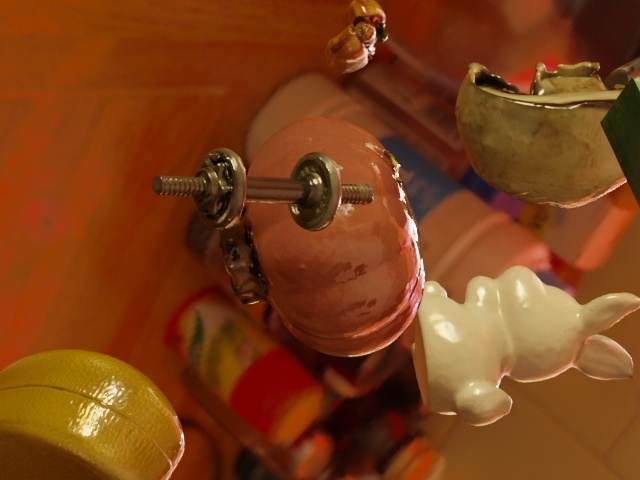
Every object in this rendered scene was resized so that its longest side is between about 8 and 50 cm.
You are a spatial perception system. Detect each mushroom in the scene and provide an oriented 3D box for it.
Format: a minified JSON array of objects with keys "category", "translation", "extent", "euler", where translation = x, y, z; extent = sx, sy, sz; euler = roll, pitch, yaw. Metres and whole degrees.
[{"category":"mushroom","translation":[0.307,-0.122,1.768],"extent":[0.267,0.189,0.164],"euler":[-3,114,-20]}]

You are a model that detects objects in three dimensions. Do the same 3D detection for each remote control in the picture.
[{"category":"remote control","translation":[0.576,-0.295,2.320],"extent":[0.377,0.044,0.107],"euler":[-28,161,-38]}]

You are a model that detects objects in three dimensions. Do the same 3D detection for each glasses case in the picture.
[{"category":"glasses case","translation":[-0.296,0.217,1.598],"extent":[0.371,0.173,0.141],"euler":[-21,-150,50]}]

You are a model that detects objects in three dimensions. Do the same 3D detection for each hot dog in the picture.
[{"category":"hot dog","translation":[0.046,-0.254,1.806],"extent":[0.092,0.062,0.236],"euler":[-57,-177,3]}]

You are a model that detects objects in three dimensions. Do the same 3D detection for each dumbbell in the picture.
[{"category":"dumbbell","translation":[-0.051,-0.050,1.404],"extent":[0.254,0.081,0.081],"euler":[1,127,-37]}]

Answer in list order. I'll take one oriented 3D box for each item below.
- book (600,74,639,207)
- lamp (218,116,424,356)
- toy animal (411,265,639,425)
[{"category":"book","translation":[0.334,-0.091,1.464],"extent":[0.017,0.135,0.103],"euler":[-13,158,-17]},{"category":"lamp","translation":[0.000,0.000,1.750],"extent":[0.239,0.305,0.305],"euler":[-16,152,5]},{"category":"toy animal","translation":[0.326,0.170,2.286],"extent":[0.367,0.241,0.196],"euler":[-13,135,-13]}]
